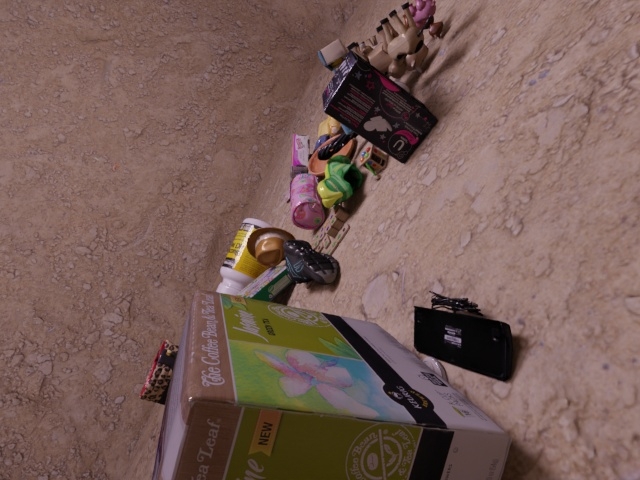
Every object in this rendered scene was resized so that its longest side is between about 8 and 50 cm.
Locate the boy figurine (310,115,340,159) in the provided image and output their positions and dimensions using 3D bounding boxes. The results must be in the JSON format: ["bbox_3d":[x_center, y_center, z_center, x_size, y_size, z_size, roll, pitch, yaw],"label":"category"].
[{"bbox_3d":[0.037,-0.460,1.709,0.177,0.092,0.285,-21,44,64],"label":"boy figurine"}]

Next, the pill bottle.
[{"bbox_3d":[-0.301,0.090,1.684,0.188,0.188,0.334,-16,50,65],"label":"pill bottle"}]

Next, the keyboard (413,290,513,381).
[{"bbox_3d":[0.202,0.127,0.574,0.192,0.038,0.100,175,97,-67],"label":"keyboard"}]

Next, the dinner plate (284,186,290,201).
[{"bbox_3d":[-0.138,-0.251,1.994,0.141,0.017,0.141,-50,22,29],"label":"dinner plate"}]

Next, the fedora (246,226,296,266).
[{"bbox_3d":[-0.178,0.037,1.449,0.194,0.194,0.079,-48,28,37],"label":"fedora"}]

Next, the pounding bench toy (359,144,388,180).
[{"bbox_3d":[0.144,-0.216,1.126,0.052,0.065,0.083,-37,32,52],"label":"pounding bench toy"}]

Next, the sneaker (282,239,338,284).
[{"bbox_3d":[-0.030,0.079,1.146,0.267,0.101,0.106,-145,58,-59],"label":"sneaker"}]

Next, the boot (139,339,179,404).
[{"bbox_3d":[-0.383,0.394,1.322,0.138,0.284,0.377,-21,45,63],"label":"boot"}]

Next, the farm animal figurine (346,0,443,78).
[{"bbox_3d":[0.217,-0.545,1.167,0.326,0.172,0.330,-18,20,37],"label":"farm animal figurine"}]

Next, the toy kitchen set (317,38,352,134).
[{"bbox_3d":[0.065,-0.413,1.111,0.122,0.207,0.166,-29,5,19],"label":"toy kitchen set"}]

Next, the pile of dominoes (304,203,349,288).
[{"bbox_3d":[0.000,0.000,1.248,0.251,0.040,0.196,-56,20,17],"label":"pile of dominoes"}]

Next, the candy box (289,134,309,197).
[{"bbox_3d":[-0.088,-0.299,1.664,0.233,0.071,0.159,104,167,-61],"label":"candy box"}]

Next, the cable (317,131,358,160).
[{"bbox_3d":[0.065,-0.314,1.296,0.184,0.047,0.150,-38,12,-20],"label":"cable"}]

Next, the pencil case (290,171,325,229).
[{"bbox_3d":[-0.048,-0.151,1.461,0.124,0.124,0.284,-53,19,25],"label":"pencil case"}]

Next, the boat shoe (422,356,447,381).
[{"bbox_3d":[0.155,0.204,0.565,0.035,0.035,0.100,-50,22,33],"label":"boat shoe"}]

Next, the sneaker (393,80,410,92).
[{"bbox_3d":[0.172,-0.406,1.284,0.163,0.086,0.226,-61,20,-4],"label":"sneaker"}]

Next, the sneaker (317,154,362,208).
[{"bbox_3d":[0.074,-0.188,1.255,0.123,0.109,0.295,-12,29,17],"label":"sneaker"}]

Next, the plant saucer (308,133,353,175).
[{"bbox_3d":[0.043,-0.310,1.486,0.200,0.037,0.200,-27,39,25],"label":"plant saucer"}]

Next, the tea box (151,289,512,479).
[{"bbox_3d":[-0.027,0.232,0.505,0.329,0.323,0.220,-154,78,-71],"label":"tea box"}]

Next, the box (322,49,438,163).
[{"bbox_3d":[0.141,-0.336,1.017,0.142,0.247,0.163,-51,21,26],"label":"box"}]

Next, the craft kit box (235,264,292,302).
[{"bbox_3d":[-0.217,0.181,1.387,0.250,0.061,0.246,-40,7,-24],"label":"craft kit box"}]
